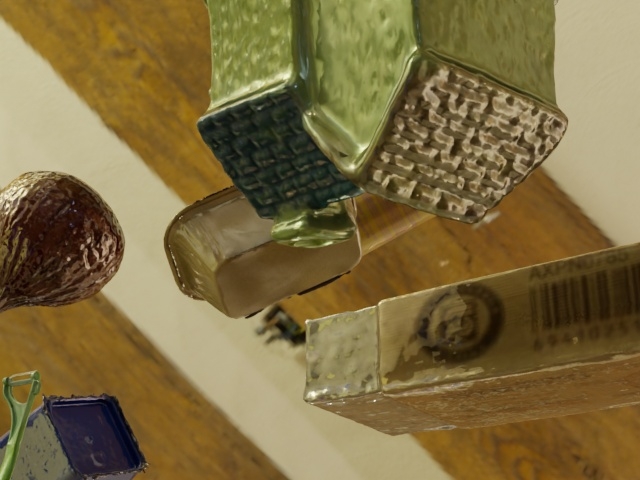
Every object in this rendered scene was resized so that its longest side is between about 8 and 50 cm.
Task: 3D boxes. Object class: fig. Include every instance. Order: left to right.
[{"bbox_3d":[-0.300,0.026,1.197,0.134,0.201,0.146,-3,-55,54],"label":"fig"}]

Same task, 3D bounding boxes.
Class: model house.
[{"bbox_3d":[0.035,-0.093,0.717,0.214,0.195,0.189,-14,-113,43],"label":"model house"}]

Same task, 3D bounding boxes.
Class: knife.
[{"bbox_3d":[-0.299,0.205,1.125,0.023,0.166,0.078,23,-25,-30],"label":"knife"}]

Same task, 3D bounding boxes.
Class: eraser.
[{"bbox_3d":[0.166,0.074,0.840,0.343,0.078,0.144,-14,-26,28],"label":"eraser"}]

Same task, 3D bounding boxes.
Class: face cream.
[{"bbox_3d":[0.000,0.000,1.323,0.273,0.078,0.078,-29,-78,4],"label":"face cream"}]

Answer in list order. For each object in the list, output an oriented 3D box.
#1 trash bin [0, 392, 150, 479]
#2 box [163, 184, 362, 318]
[{"bbox_3d":[-0.344,0.291,1.455,0.234,0.163,0.184,-44,-117,26],"label":"trash bin"},{"bbox_3d":[-0.044,-0.003,1.027,0.111,0.177,0.111,157,-90,-78],"label":"box"}]
